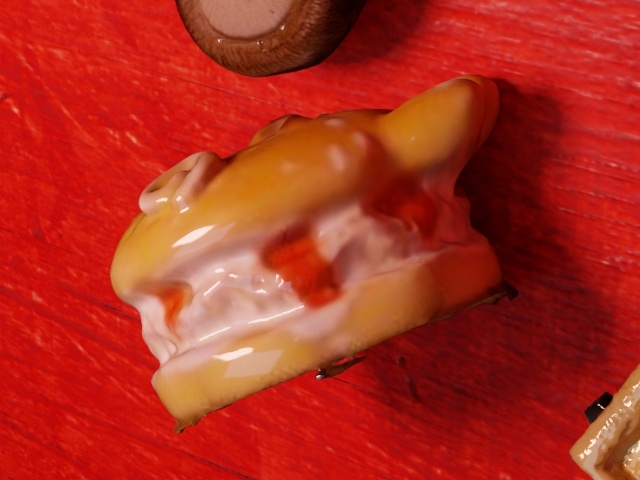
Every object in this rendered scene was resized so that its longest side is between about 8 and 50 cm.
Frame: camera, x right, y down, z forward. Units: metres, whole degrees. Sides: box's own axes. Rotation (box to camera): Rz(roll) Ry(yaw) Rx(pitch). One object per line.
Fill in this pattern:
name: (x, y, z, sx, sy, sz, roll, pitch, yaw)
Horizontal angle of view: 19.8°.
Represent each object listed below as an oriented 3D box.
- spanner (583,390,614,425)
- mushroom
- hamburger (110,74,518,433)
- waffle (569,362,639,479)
spanner: (0.297, 0.236, 1.274, 0.325, 0.040, 0.095, 50, 134, 12)
mushroom: (-0.040, -0.234, 1.327, 0.194, 0.138, 0.231, 11, 127, 25)
hamburger: (0.000, 0.000, 1.305, 0.303, 0.261, 0.186, -20, 89, 27)
waffle: (0.306, 0.163, 1.191, 0.274, 0.057, 0.168, 44, 112, 21)
